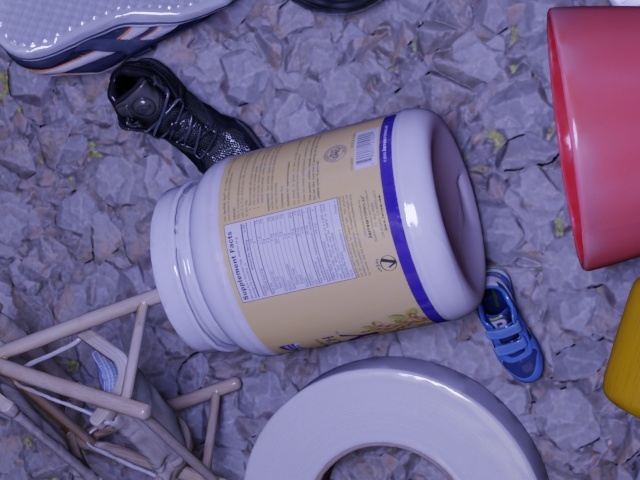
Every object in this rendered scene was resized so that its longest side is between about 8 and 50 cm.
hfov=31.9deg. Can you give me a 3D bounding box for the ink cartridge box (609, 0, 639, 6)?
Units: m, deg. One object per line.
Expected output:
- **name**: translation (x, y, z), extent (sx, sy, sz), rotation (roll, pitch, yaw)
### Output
- **ink cartridge box**: translation (0.373, -0.366, 1.188), extent (0.223, 0.045, 0.224), rotation (-30, 98, 21)

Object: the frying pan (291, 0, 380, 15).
- **frying pan**: translation (-0.037, -0.374, 1.331), extent (0.326, 0.053, 0.197), rotation (11, 100, 17)

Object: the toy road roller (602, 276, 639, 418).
- **toy road roller**: translation (0.438, 0.139, 1.110), extent (0.240, 0.329, 0.202), rotation (7, 104, -25)

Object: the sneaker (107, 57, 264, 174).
- **sneaker**: translation (-0.171, -0.138, 1.371), extent (0.227, 0.130, 0.087), rotation (41, 109, 5)

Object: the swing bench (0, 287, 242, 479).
- **swing bench**: translation (-0.262, 0.192, 1.365), extent (0.255, 0.253, 0.165), rotation (-5, 57, 17)

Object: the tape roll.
- **tape roll**: translation (0.091, 0.339, 1.390), extent (0.392, 0.072, 0.392), rotation (3, 99, 17)

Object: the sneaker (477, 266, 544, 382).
- **sneaker**: translation (0.217, 0.104, 1.319), extent (0.053, 0.059, 0.144), rotation (-25, 91, 17)

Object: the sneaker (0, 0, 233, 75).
- **sneaker**: translation (-0.237, -0.293, 1.380), extent (0.321, 0.127, 0.126), rotation (-18, 80, -6)

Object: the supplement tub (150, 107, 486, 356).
- **supplement tub**: translation (0.000, 0.000, 1.277), extent (0.331, 0.241, 0.241), rotation (-13, 94, 20)

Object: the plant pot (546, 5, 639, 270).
- **plant pot**: translation (0.369, -0.119, 1.146), extent (0.243, 0.275, 0.275), rotation (-8, 96, 9)
